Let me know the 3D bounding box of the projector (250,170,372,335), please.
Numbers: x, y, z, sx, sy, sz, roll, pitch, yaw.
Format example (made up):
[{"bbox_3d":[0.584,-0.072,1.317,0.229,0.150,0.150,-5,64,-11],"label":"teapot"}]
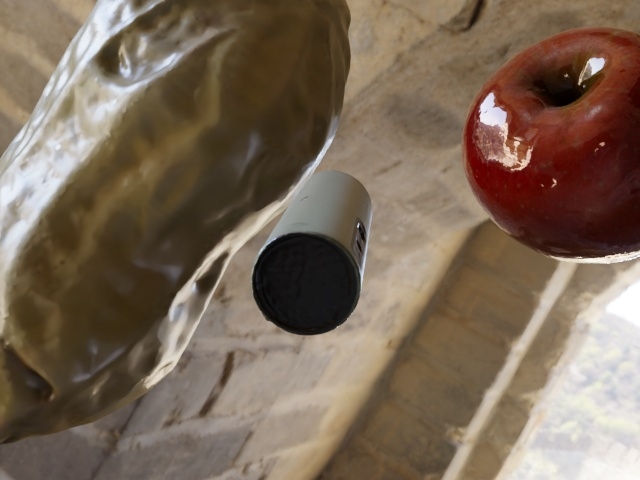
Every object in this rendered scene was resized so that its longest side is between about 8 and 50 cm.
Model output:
[{"bbox_3d":[0.000,0.000,0.931,0.108,0.108,0.337,29,15,-3],"label":"projector"}]

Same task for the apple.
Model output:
[{"bbox_3d":[0.293,-0.099,0.908,0.260,0.260,0.216,29,-20,50],"label":"apple"}]

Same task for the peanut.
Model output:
[{"bbox_3d":[-0.100,-0.037,0.492,0.174,0.340,0.158,36,0,31],"label":"peanut"}]
